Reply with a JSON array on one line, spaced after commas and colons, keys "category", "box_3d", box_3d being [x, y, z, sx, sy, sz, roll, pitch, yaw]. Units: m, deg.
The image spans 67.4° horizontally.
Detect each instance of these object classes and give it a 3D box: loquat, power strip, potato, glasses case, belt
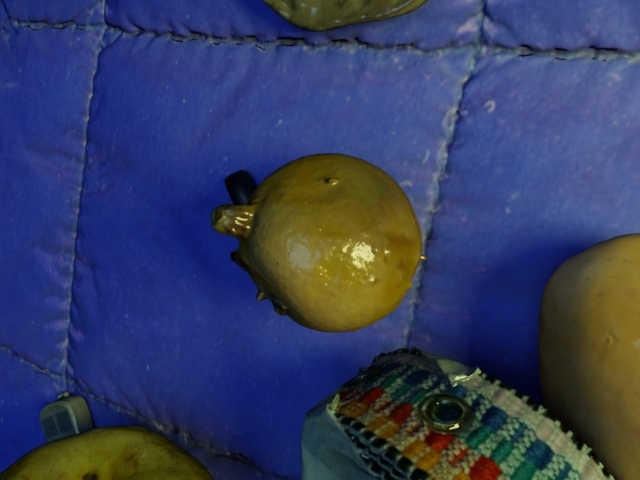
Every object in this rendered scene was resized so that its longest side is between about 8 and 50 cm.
[{"category": "loquat", "box_3d": [0.000, 0.000, 0.444, 0.149, 0.205, 0.172, 128, 142, -49]}, {"category": "power strip", "box_3d": [-0.348, 0.333, 0.697, 0.080, 0.029, 0.226, -25, 84, 23]}, {"category": "potato", "box_3d": [0.258, 0.110, 0.364, 0.151, 0.146, 0.233, -9, 89, -7]}, {"category": "glasses case", "box_3d": [-0.085, -0.044, 0.559, 0.034, 0.023, 0.083, -32, 81, 24]}, {"category": "belt", "box_3d": [0.094, 0.207, 0.393, 0.258, 0.150, 0.206, 12, 121, 49]}]

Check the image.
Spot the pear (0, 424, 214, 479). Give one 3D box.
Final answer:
[{"category": "pear", "box_3d": [-0.232, 0.374, 0.514, 0.304, 0.304, 0.303, 2, 94, 24]}]

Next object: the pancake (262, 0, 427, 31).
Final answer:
[{"category": "pancake", "box_3d": [0.035, -0.353, 0.474, 0.295, 0.049, 0.293, 3, 97, 21]}]
